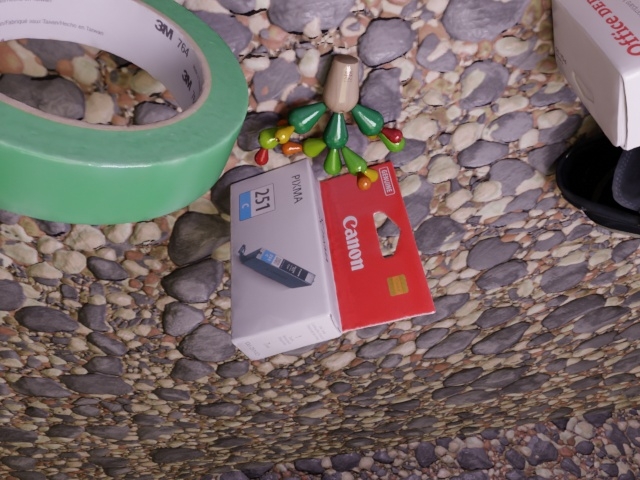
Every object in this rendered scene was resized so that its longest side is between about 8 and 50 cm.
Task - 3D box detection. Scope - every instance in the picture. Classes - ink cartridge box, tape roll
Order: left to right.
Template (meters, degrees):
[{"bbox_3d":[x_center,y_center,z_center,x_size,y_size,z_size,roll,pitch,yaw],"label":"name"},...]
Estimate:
[{"bbox_3d":[-0.233,-0.160,0.522,0.321,0.321,0.077,12,137,-23],"label":"tape roll"},{"bbox_3d":[0.000,0.000,0.777,0.261,0.296,0.066,-17,140,10],"label":"ink cartridge box"},{"bbox_3d":[0.443,-0.253,0.613,0.283,0.207,0.117,-21,137,14],"label":"ink cartridge box"}]

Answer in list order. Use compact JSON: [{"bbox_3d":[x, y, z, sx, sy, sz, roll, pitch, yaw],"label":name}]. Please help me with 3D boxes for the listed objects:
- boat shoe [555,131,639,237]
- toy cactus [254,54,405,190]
[{"bbox_3d":[0.470,-0.083,0.689,0.156,0.500,0.186,28,92,-6],"label":"boat shoe"},{"bbox_3d":[0.020,-0.162,0.751,0.219,0.112,0.180,6,130,-3],"label":"toy cactus"}]
